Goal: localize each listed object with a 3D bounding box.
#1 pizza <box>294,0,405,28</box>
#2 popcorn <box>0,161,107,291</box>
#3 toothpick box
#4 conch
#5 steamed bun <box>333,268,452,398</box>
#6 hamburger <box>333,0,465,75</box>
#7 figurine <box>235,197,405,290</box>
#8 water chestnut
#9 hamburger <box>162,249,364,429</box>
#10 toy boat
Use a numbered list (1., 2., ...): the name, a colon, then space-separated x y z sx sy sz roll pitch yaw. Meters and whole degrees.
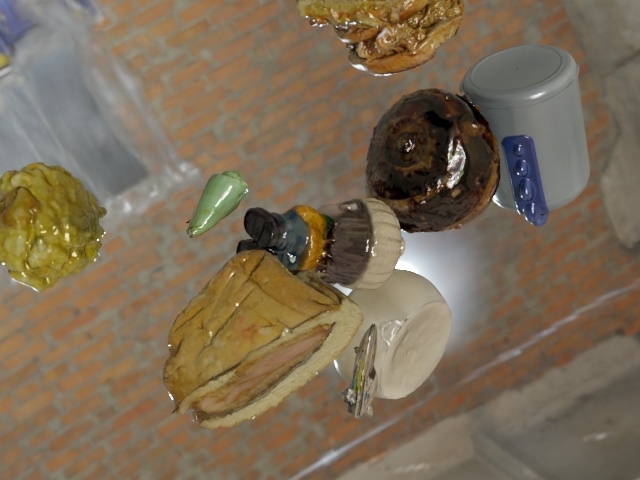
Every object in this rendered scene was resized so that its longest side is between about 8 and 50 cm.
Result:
1. pizza: 0.051 -0.327 1.557 0.175 0.046 0.134 -6 -160 -15
2. popcorn: -0.546 -0.025 2.135 0.225 0.249 0.249 -29 -165 40
3. toothpick box: 0.443 -0.204 2.319 0.263 0.354 0.263 -13 -146 9
4. conch: -0.210 -0.069 2.177 0.170 0.079 0.105 -51 167 -13
5. steamed bun: 0.159 0.217 2.635 0.206 0.324 0.324 31 -124 33
6. hamburger: 0.129 -0.433 1.928 0.261 0.211 0.245 -36 -154 1
7. figurine: 0.015 0.014 2.009 0.205 0.185 0.332 29 -157 27
8. water chestnut: 0.233 -0.151 2.206 0.300 0.300 0.300 -24 -160 10
9. hamburger: -0.100 0.131 1.733 0.330 0.162 0.209 -36 -128 16
10. toy boat: 0.092 0.268 2.269 0.066 0.210 0.084 14 -162 16
